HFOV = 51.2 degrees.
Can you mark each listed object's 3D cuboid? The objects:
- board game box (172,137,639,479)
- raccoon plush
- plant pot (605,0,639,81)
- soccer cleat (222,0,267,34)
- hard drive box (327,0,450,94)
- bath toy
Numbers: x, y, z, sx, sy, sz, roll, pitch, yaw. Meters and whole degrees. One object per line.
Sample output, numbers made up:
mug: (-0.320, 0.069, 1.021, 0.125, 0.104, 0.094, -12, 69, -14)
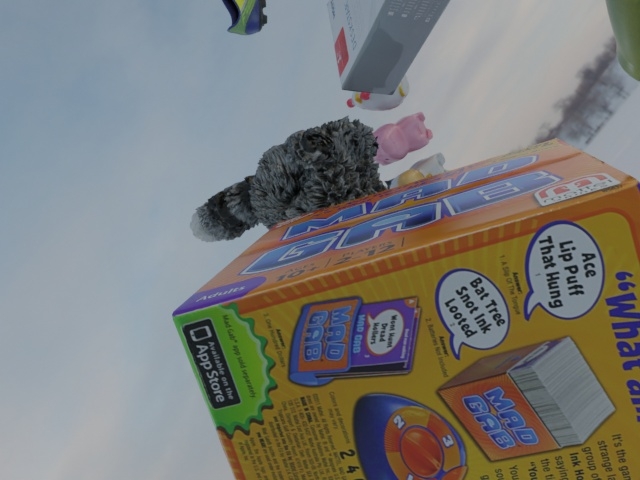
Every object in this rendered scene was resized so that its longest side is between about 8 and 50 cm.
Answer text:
board game box: (0.133, 0.133, 0.672, 0.356, 0.356, 0.356, -16, 10, 14)
raccoon plush: (0.000, 0.000, 1.148, 0.216, 0.299, 0.446, -15, -12, -45)
plant pot: (0.729, -0.507, 1.331, 0.366, 0.366, 0.353, -47, -34, -14)
soccer cleat: (-0.213, -0.669, 1.694, 0.121, 0.289, 0.093, -11, 9, -14)
hard drive box: (0.096, -0.355, 0.963, 0.089, 0.181, 0.232, 1, -29, -18)
bath toy: (0.156, -0.181, 1.328, 0.129, 0.348, 0.151, -22, 5, 28)
